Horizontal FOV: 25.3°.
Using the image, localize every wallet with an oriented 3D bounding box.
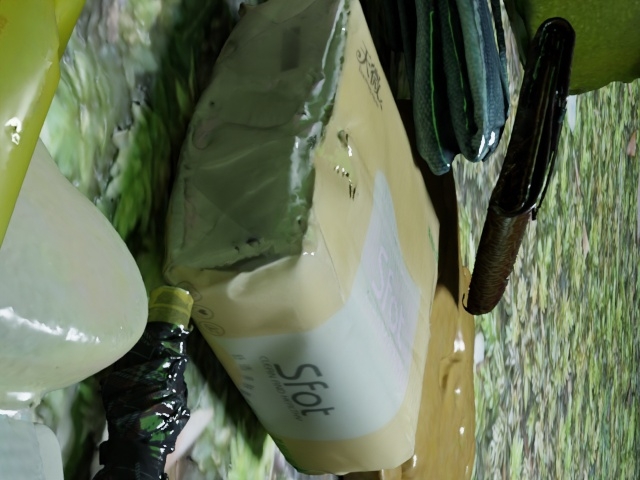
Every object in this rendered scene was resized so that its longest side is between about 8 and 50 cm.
[{"bbox_3d":[0.134,-0.038,0.952,0.243,0.039,0.132,85,22,-73],"label":"wallet"},{"bbox_3d":[0.077,-0.177,0.942,0.342,0.075,0.237,-46,127,-76],"label":"wallet"}]

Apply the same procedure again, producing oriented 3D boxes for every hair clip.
[{"bbox_3d":[-0.111,0.038,0.431,0.159,0.071,0.218,26,48,-62],"label":"hair clip"}]

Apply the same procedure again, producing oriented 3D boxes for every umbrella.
[{"bbox_3d":[-0.079,0.086,0.615,0.040,0.037,0.144,36,52,-41],"label":"umbrella"}]

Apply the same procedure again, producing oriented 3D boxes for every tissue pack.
[{"bbox_3d":[0.000,0.000,0.763,0.222,0.090,0.186,67,28,-50],"label":"tissue pack"}]

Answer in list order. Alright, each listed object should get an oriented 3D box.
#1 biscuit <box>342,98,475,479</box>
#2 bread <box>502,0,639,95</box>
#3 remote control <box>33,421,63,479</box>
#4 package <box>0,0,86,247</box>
[{"bbox_3d":[0.072,0.069,1.039,0.275,0.052,0.355,-53,140,-60],"label":"biscuit"},{"bbox_3d":[0.192,-0.313,1.165,0.366,0.129,0.382,70,14,-56],"label":"bread"},{"bbox_3d":[-0.137,0.111,0.462,0.190,0.029,0.087,1,90,-71],"label":"remote control"},{"bbox_3d":[-0.121,-0.093,0.380,0.168,0.090,0.226,40,42,-31],"label":"package"}]
